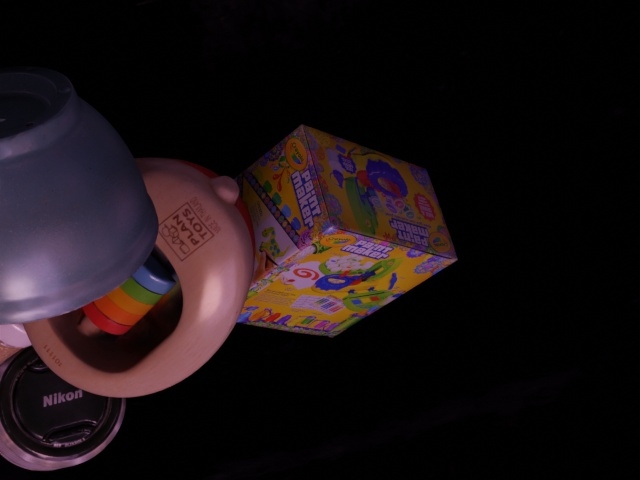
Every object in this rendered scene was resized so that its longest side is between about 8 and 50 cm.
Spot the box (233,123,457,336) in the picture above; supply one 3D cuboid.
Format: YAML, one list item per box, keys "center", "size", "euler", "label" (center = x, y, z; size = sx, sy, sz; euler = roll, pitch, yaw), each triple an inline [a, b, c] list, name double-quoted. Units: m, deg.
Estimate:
- center: [0.000, 0.000, 1.551]
  size: [0.279, 0.177, 0.289]
  euler: [-34, 148, 33]
  label: "box"

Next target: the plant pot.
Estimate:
- center: [-0.345, -0.074, 1.142]
  size: [0.292, 0.293, 0.196]
  euler: [-12, 126, -8]
  label: "plant pot"

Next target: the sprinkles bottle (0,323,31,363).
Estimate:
- center: [-0.571, 0.169, 1.621]
  size: [0.355, 0.121, 0.121]
  euler: [-32, 150, 29]
  label: "sprinkles bottle"

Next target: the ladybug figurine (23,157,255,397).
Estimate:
- center: [-0.245, 0.043, 1.421]
  size: [0.449, 0.305, 0.162]
  euler: [-36, -177, 34]
  label: "ladybug figurine"

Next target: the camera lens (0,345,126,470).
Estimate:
- center: [-0.465, 0.284, 1.746]
  size: [0.219, 0.220, 0.274]
  euler: [-4, 168, -23]
  label: "camera lens"
